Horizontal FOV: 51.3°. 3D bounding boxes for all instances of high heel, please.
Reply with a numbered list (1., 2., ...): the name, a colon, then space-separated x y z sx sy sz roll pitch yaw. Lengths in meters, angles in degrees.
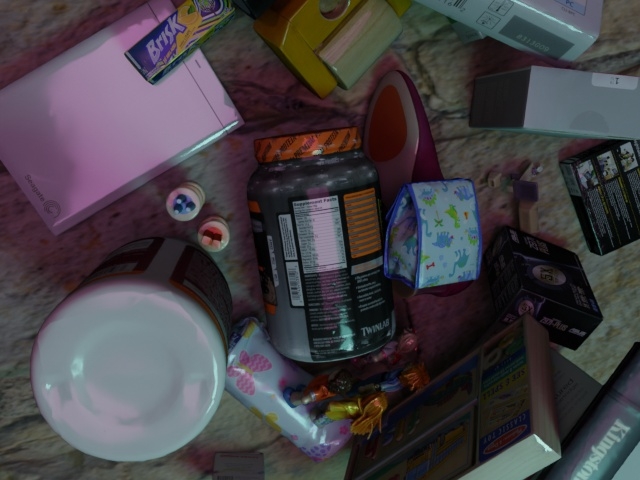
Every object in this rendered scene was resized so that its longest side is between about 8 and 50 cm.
1. high heel: 0.176 -0.092 1.121 0.181 0.127 0.376 -6 94 -43

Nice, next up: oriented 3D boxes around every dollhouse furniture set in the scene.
1. dollhouse furniture set: 0.352 -0.077 1.166 0.081 0.091 0.114 -45 133 -37

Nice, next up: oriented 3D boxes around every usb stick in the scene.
1. usb stick: 0.343 0.248 0.815 0.077 0.045 0.278 33 95 -7

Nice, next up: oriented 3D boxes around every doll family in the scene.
1. doll family: 0.083 0.233 1.056 0.263 0.163 0.118 -22 84 -43

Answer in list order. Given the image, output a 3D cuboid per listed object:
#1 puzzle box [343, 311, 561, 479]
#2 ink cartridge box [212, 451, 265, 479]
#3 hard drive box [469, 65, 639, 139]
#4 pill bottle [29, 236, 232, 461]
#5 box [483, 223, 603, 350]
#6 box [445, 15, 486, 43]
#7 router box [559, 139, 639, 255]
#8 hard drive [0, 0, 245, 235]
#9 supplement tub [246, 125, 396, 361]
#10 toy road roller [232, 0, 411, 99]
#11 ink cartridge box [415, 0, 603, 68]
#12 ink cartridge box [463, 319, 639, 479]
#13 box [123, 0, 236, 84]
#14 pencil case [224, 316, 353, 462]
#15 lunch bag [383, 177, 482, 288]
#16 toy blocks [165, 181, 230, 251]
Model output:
1. puzzle box: 0.176 0.306 1.005 0.052 0.272 0.409 41 119 -9
2. ink cartridge box: -0.141 0.417 1.141 0.089 0.122 0.052 4 103 -7
3. hard drive box: 0.357 -0.208 1.029 0.181 0.232 0.089 4 100 -8
4. pill bottle: -0.238 0.119 0.939 0.224 0.392 0.223 -1 100 -5
5. box: 0.361 0.074 1.100 0.148 0.180 0.077 21 124 -9
6. box: 0.257 -0.379 1.053 0.102 0.101 0.087 -38 102 3
7. router box: 0.512 -0.080 1.163 0.133 0.046 0.178 -24 102 -2
8. hard drive: -0.330 -0.195 1.049 0.353 0.047 0.233 -31 102 0
9. supplement tub: 0.000 0.000 1.039 0.207 0.207 0.337 -8 100 -5
10. toy road roller: -0.043 -0.398 0.994 0.202 0.240 0.329 -47 139 3
11. ink cartridge box: 0.266 -0.472 0.957 0.308 0.091 0.384 21 68 -10
12. ink cartridge box: 0.313 0.307 1.040 0.160 0.384 0.279 40 94 -8
13. box: -0.207 -0.306 0.989 0.169 0.059 0.054 -40 99 1
14. pencil case: -0.064 0.251 1.126 0.273 0.113 0.124 43 56 -11
15. lunch bag: 0.167 -0.015 0.982 0.129 0.096 0.151 -7 109 -33
16. toy blocks: -0.190 -0.031 1.041 0.054 0.148 0.123 -35 101 1
